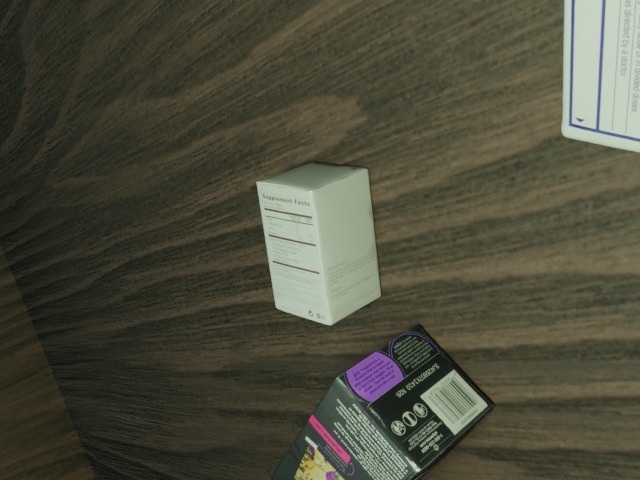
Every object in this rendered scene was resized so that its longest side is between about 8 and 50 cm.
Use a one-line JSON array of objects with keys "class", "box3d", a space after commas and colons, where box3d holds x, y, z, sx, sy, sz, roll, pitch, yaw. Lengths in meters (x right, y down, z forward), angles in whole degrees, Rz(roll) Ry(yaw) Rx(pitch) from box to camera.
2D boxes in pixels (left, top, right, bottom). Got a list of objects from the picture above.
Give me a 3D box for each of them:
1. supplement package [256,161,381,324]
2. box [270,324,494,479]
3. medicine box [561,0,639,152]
[{"class": "supplement package", "box3d": [0.000, 0.000, 0.951, 0.105, 0.105, 0.179, 12, 117, 43]}, {"class": "box", "box3d": [0.071, 0.265, 0.958, 0.143, 0.165, 0.270, 47, 137, 20]}, {"class": "medicine box", "box3d": [0.314, -0.182, 0.457, 0.289, 0.149, 0.263, 21, 136, 38]}]
